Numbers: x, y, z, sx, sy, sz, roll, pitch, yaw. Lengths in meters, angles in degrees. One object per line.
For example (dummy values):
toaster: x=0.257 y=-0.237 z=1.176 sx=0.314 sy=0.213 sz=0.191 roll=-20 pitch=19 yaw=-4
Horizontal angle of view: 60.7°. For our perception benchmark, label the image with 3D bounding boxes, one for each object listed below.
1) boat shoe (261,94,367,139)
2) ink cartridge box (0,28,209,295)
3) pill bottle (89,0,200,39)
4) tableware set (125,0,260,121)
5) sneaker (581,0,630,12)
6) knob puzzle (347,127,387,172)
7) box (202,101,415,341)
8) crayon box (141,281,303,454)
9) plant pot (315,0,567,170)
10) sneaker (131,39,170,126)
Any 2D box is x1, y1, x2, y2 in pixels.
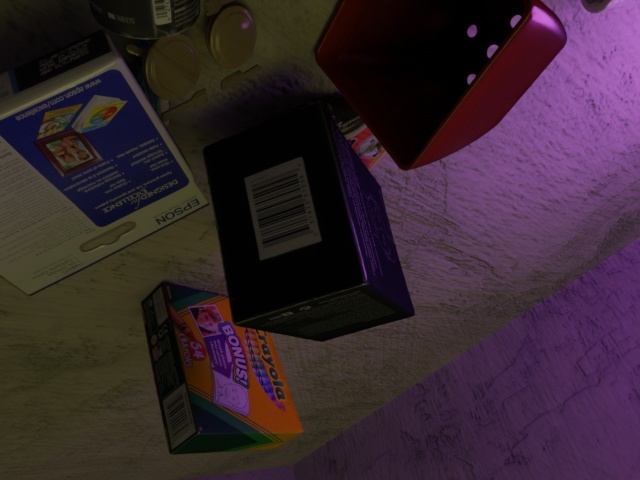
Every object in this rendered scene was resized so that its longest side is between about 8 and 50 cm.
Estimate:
boat shoe: x=-0.004 y=-0.209 z=0.949 sx=0.223 sy=0.080 sz=0.073 roll=-22 pitch=153 yaw=6
ink cartridge box: x=-0.333 y=-0.077 z=0.699 sx=0.303 sy=0.072 sz=0.307 roll=-28 pitch=154 yaw=-6
pill bottle: x=-0.197 y=-0.354 z=0.574 sx=0.130 sy=0.131 sz=0.246 roll=-12 pitch=145 yaw=-17
tableware set: x=-0.168 y=-0.262 z=0.752 sx=0.194 sy=0.039 sz=0.128 roll=-40 pitch=143 yaw=-32
sneaker: x=0.542 y=-0.485 z=0.901 sx=0.115 sy=0.090 sz=0.232 roll=-11 pitch=155 yaw=-30
knob puzzle: x=0.053 y=-0.170 z=1.085 sx=0.213 sy=0.030 sz=0.213 roll=-16 pitch=147 yaw=-11
box: x=0.000 y=0.000 z=0.962 sx=0.211 sy=0.294 sz=0.395 roll=-19 pitch=161 yaw=15
crayon box: x=-0.228 y=0.294 z=1.267 sx=0.106 sy=0.363 sz=0.313 roll=-40 pitch=144 yaw=24
plant pot: x=0.198 y=-0.293 z=0.813 sx=0.235 sy=0.267 sz=0.267 roll=-11 pitch=147 yaw=-41
sneaker: x=-0.255 y=-0.227 z=0.784 sx=0.073 sy=0.063 sz=0.162 roll=-6 pitch=143 yaw=-17
